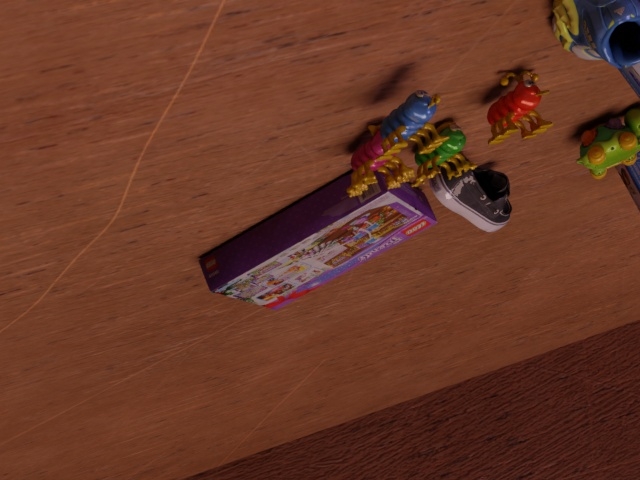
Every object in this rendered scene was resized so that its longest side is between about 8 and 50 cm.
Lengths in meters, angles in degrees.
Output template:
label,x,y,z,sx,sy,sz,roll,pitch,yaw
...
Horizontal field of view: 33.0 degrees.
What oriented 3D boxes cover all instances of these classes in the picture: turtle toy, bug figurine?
label,x,y,z,sx,sy,sz,roll,pitch,yaw
turtle toy,0.439,-0.149,1.605,0.130,0.066,0.095,-26,159,7
bug figurine,0.145,-0.133,1.333,0.279,0.072,0.216,-11,164,-40

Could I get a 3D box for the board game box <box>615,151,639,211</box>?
label,x,y,z,sx,sy,sz,roll,pitch,yaw
board game box,0.691,-0.061,1.730,0.318,0.319,0.066,-24,159,2

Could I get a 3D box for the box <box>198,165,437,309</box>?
label,x,y,z,sx,sy,sz,roll,pitch,yaw
box,0.000,0.000,1.537,0.293,0.057,0.201,-29,158,17

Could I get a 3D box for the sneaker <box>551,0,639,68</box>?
label,x,y,z,sx,sy,sz,roll,pitch,yaw
sneaker,0.315,-0.226,1.195,0.091,0.126,0.240,-27,159,13

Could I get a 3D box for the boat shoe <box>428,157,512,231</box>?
label,x,y,z,sx,sy,sz,roll,pitch,yaw
boat shoe,0.240,-0.074,1.586,0.076,0.080,0.228,-30,151,25

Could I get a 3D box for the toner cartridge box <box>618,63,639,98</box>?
label,x,y,z,sx,sy,sz,roll,pitch,yaw
toner cartridge box,0.531,-0.241,1.222,0.348,0.165,0.075,-38,-178,7
